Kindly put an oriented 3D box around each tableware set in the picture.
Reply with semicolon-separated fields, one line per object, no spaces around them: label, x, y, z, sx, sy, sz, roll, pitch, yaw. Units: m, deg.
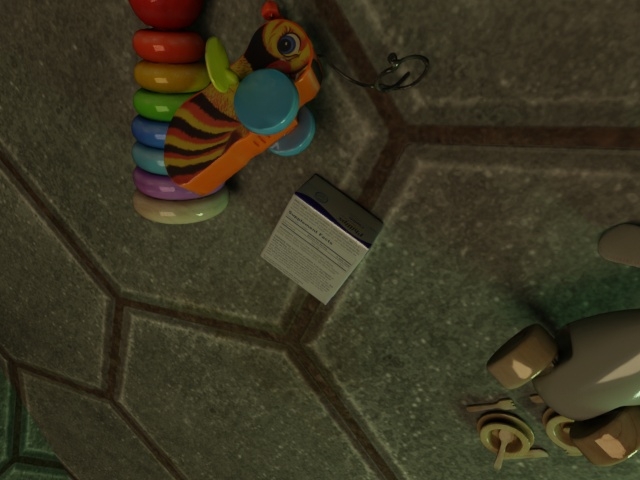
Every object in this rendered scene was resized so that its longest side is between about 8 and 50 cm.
tableware set;0.330;0.297;0.694;0.194;0.039;0.128;-27;104;37

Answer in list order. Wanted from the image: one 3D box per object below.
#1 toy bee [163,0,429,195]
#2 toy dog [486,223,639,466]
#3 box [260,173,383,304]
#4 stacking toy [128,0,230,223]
toy bee;-0.057;-0.183;0.542;0.195;0.298;0.162;109;138;-72
toy dog;0.355;0.096;0.495;0.333;0.161;0.220;-28;88;34
box;0.000;0.000;0.660;0.126;0.072;0.137;37;130;3
stacking toy;-0.200;-0.196;0.616;0.141;0.141;0.330;14;119;20
